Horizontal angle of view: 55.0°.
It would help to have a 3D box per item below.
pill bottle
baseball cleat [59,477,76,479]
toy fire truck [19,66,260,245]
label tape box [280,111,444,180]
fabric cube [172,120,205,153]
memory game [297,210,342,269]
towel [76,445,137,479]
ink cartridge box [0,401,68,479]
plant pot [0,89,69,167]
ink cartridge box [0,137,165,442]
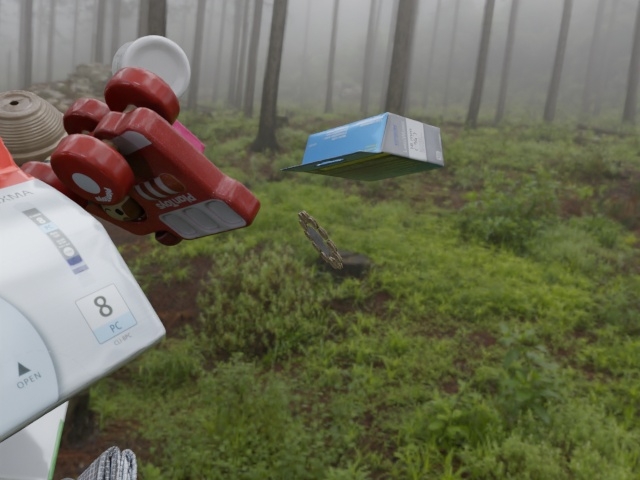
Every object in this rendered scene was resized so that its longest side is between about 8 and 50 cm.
[{"bbox_3d":[-0.356,-0.348,1.263,0.131,0.131,0.229,3,13,-27],"label":"pill bottle"},{"bbox_3d":[-0.464,0.440,1.061,0.072,0.109,0.206,-27,11,-15],"label":"baseball cleat"},{"bbox_3d":[-0.263,-0.079,0.884,0.302,0.169,0.254,-13,-47,42],"label":"toy fire truck"},{"bbox_3d":[0.101,-0.218,1.451,0.241,0.105,0.334,-8,-6,41],"label":"label tape box"},{"bbox_3d":[-0.558,-0.234,1.914,0.259,0.258,0.254,-20,-46,33],"label":"fabric cube"},{"bbox_3d":[0.000,0.000,1.598,0.012,0.186,0.186,-36,22,-14],"label":"memory game"},{"bbox_3d":[-0.667,0.798,1.853,0.121,0.235,0.283,27,34,-31],"label":"towel"},{"bbox_3d":[-0.409,0.289,0.818,0.093,0.219,0.160,17,40,-24],"label":"ink cartridge box"},{"bbox_3d":[-0.747,-0.294,1.520,0.238,0.109,0.237,4,45,-4],"label":"plant pot"},{"bbox_3d":[-0.363,0.003,0.560,0.091,0.384,0.308,-29,2,38],"label":"ink cartridge box"}]
